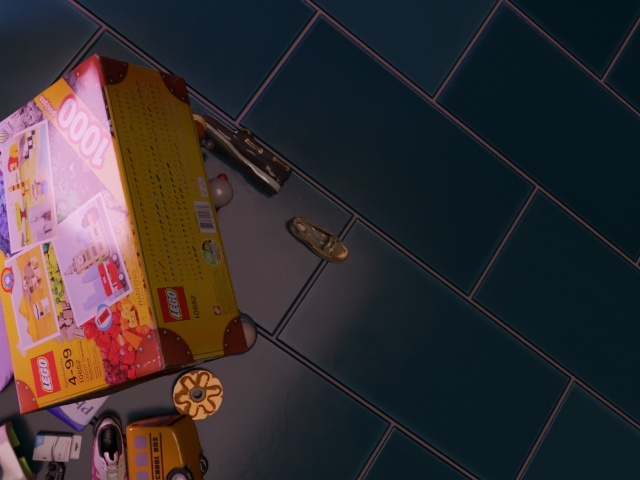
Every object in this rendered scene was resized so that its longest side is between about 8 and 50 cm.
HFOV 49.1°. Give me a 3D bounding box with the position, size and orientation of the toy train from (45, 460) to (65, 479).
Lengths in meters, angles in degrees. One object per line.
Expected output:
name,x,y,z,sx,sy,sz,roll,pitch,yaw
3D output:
toy train,-0.520,0.506,1.351,0.036,0.027,0.158,12,82,-25

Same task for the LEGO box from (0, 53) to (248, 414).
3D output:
LEGO box,-0.371,0.002,1.200,0.193,0.373,0.499,1,71,-56

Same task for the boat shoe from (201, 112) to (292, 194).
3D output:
boat shoe,-0.161,-0.194,1.479,0.228,0.081,0.068,41,74,-16

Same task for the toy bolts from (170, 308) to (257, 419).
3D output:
toy bolts,-0.219,0.237,1.385,0.229,0.158,0.218,-26,93,-16

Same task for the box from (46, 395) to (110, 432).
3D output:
box,-0.469,0.278,1.358,0.126,0.072,0.137,38,77,-9

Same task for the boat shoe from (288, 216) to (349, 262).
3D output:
boat shoe,0.001,-0.002,1.521,0.153,0.048,0.056,37,77,-10

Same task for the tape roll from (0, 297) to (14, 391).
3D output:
tape roll,-0.694,0.188,1.295,0.275,0.090,0.274,1,86,-16

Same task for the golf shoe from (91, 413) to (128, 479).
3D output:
golf shoe,-0.411,0.434,1.355,0.068,0.086,0.186,-7,89,-17

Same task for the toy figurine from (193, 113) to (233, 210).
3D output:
toy figurine,-0.295,-0.129,1.398,0.213,0.148,0.209,-19,91,-16

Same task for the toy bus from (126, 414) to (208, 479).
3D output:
toy bus,-0.289,0.514,1.353,0.130,0.108,0.332,-5,88,9

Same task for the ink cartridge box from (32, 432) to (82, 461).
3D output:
ink cartridge box,-0.509,0.401,1.359,0.083,0.028,0.048,8,84,-15

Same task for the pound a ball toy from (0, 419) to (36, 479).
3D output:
pound a ball toy,-0.708,0.420,1.248,0.319,0.136,0.208,-24,92,-16
